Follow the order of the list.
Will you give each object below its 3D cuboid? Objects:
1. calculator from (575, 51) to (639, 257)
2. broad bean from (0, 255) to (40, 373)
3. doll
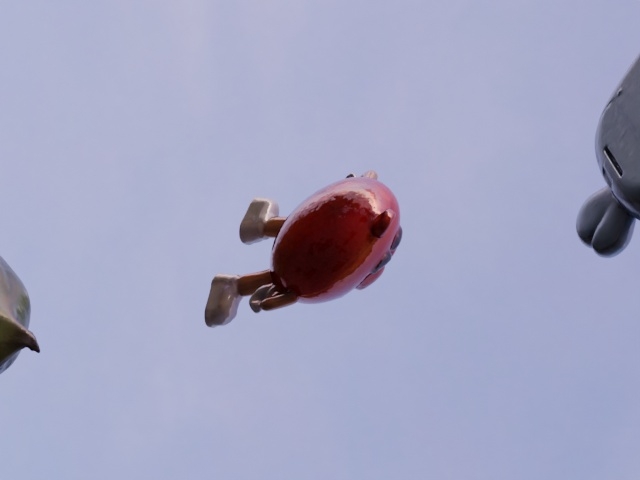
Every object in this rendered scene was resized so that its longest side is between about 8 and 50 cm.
[{"bbox_3d":[0.285,-0.113,1.472,0.302,0.042,0.188,-55,-157,18],"label":"calculator"},{"bbox_3d":[-0.208,-0.009,0.911,0.318,0.056,0.098,27,-103,48],"label":"broad bean"},{"bbox_3d":[0.000,0.000,1.743,0.217,0.085,0.183,-18,-145,41],"label":"doll"}]
